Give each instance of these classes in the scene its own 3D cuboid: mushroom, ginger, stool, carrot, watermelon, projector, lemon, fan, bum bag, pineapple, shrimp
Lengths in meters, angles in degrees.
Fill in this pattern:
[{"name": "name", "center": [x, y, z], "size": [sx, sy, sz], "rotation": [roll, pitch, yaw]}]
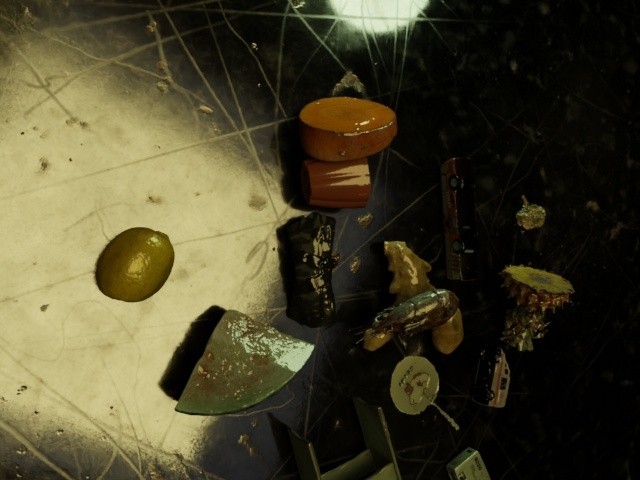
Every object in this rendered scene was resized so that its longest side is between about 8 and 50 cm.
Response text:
[{"name": "mushroom", "center": [0.000, 0.000, 1.616], "size": [0.187, 0.060, 0.061], "rotation": [63, 24, -2]}, {"name": "ginger", "center": [0.320, 0.189, 1.719], "size": [0.362, 0.122, 0.349], "rotation": [9, 93, -14]}, {"name": "stool", "center": [0.071, 0.634, 1.556], "size": [0.243, 0.170, 0.270], "rotation": [-17, 95, -25]}, {"name": "carrot", "center": [0.083, -0.334, 1.565], "size": [0.307, 0.258, 0.100], "rotation": [-23, 135, -24]}, {"name": "watermelon", "center": [-0.213, 0.311, 1.426], "size": [0.386, 0.228, 0.259], "rotation": [-20, 88, -15]}, {"name": "projector", "center": [0.497, 0.789, 1.805], "size": [0.115, 0.061, 0.147], "rotation": [-28, 99, -24]}, {"name": "lemon", "center": [-0.458, 0.058, 1.342], "size": [0.170, 0.170, 0.207], "rotation": [35, 73, -19]}, {"name": "fan", "center": [0.354, 0.521, 1.778], "size": [0.329, 0.009, 0.191], "rotation": [44, 70, -14]}, {"name": "bum bag", "center": [-0.027, 0.088, 1.559], "size": [0.143, 0.095, 0.341], "rotation": [0, 98, 1]}, {"name": "pineapple", "center": [0.716, 0.248, 1.873], "size": [0.262, 0.262, 0.272], "rotation": [1, 110, -25]}, {"name": "shrimp", "center": [0.250, 0.236, 1.589], "size": [0.342, 0.145, 0.117], "rotation": [-19, 58, -7]}]

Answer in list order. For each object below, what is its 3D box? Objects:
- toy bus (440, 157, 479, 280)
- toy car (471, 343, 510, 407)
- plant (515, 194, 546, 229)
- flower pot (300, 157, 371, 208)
[{"name": "toy bus", "center": [0.469, -0.070, 1.811], "size": [0.093, 0.092, 0.409], "rotation": [-2, 88, -27]}, {"name": "toy car", "center": [0.596, 0.465, 1.850], "size": [0.108, 0.089, 0.210], "rotation": [14, 84, -24]}, {"name": "plant", "center": [0.762, -0.104, 1.972], "size": [0.116, 0.104, 0.122], "rotation": [40, 32, -54]}, {"name": "flower pot", "center": [0.039, -0.178, 1.579], "size": [0.173, 0.190, 0.191], "rotation": [-9, 92, -16]}]
